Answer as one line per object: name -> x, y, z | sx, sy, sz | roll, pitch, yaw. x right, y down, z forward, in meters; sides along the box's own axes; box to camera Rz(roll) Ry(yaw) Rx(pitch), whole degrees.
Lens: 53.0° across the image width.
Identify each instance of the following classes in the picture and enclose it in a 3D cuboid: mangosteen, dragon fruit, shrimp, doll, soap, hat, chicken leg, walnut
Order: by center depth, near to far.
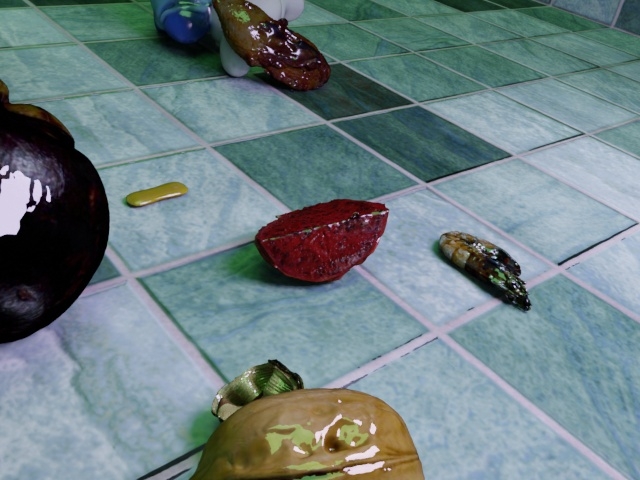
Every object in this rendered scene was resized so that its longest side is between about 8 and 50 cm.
walnut -> -0.008, 0.179, 0.454 | 0.180, 0.144, 0.144 | 3, 34, -22
hat -> -0.047, 0.149, 0.554 | 0.076, 0.059, 0.077 | -33, 30, -22
mangosteen -> -0.342, -0.038, 0.612 | 0.288, 0.233, 0.287 | 2, 38, -1
dragon fruit -> 0.000, 0.000, 0.782 | 0.162, 0.083, 0.106 | -19, 21, -10
shrimp -> 0.225, 0.029, 0.830 | 0.091, 0.034, 0.161 | -12, 38, -31
soap -> -0.220, -0.064, 0.867 | 0.089, 0.012, 0.034 | -22, 45, -39
chicken leg -> -0.109, -0.407, 1.244 | 0.322, 0.083, 0.177 | 22, 43, -30
doll -> -0.241, -0.508, 1.402 | 0.366, 0.187, 0.376 | 25, 23, 3
